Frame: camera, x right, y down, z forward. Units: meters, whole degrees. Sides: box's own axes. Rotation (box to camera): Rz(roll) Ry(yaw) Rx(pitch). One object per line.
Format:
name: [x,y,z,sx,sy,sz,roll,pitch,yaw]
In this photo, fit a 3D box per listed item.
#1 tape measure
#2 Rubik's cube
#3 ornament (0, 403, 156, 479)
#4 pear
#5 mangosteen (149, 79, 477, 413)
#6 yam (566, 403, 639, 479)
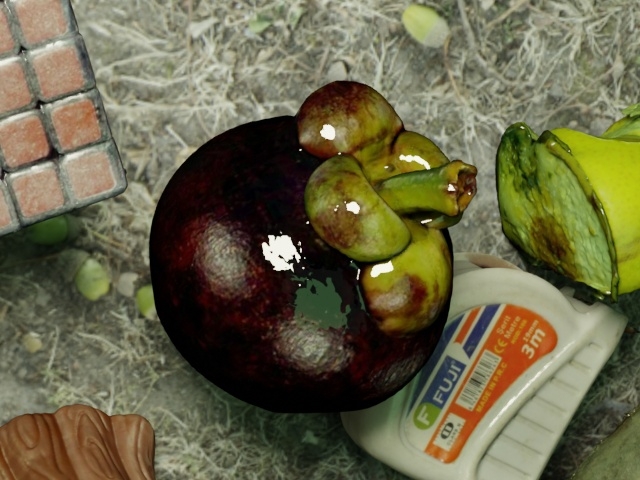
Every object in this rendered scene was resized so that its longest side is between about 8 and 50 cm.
tape measure: [0.165,0.138,1.551,0.265,0.130,0.258,29,93,-21]
Rubik's cube: [-0.320,-0.133,1.214,0.237,0.237,0.238,-19,112,-16]
ornament: [-0.232,0.286,1.394,0.235,0.217,0.221,-48,118,-2]
pear: [0.336,-0.057,1.486,0.255,0.238,0.164,-13,105,-15]
mangosteen: [-0.015,0.003,1.340,0.297,0.297,0.313,-7,124,-19]
yam: [0.336,0.329,1.661,0.304,0.168,0.168,-48,117,-3]
